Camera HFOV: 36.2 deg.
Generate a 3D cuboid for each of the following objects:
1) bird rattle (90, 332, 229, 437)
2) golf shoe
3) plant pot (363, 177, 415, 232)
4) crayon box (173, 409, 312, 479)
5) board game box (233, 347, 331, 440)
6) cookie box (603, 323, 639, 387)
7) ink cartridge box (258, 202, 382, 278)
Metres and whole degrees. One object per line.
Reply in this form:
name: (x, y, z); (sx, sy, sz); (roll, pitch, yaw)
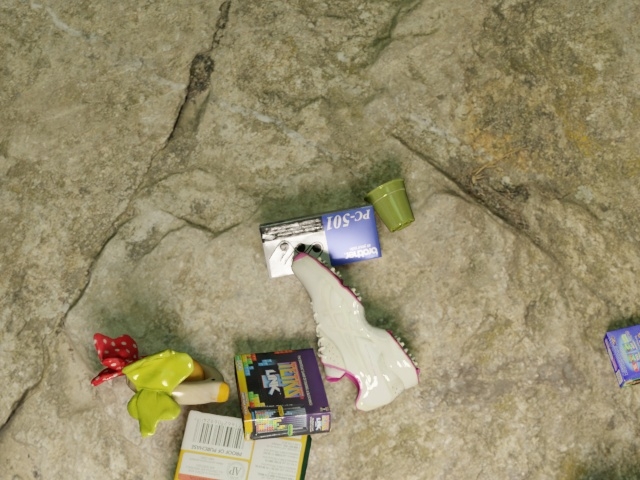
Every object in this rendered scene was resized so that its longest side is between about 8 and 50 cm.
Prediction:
bird rattle: (-0.268, 0.238, 1.638); (0.207, 0.253, 0.143); (7, 90, -29)
golf shoe: (0.032, 0.155, 1.669); (0.140, 0.115, 0.306); (-40, 73, -4)
plant pot: (0.133, -0.059, 1.789); (0.083, 0.083, 0.079); (-24, 78, -6)
crayon box: (-0.142, 0.451, 1.569); (0.203, 0.083, 0.323); (7, 65, 8)
board game box: (-0.066, 0.251, 1.616); (0.141, 0.048, 0.170); (-6, 32, -9)
cookie box: (0.546, 0.190, 1.651); (0.107, 0.040, 0.091); (-13, 65, 0)
ink cartridge box: (0.000, 0.000, 1.761); (0.207, 0.046, 0.097); (-11, 99, 0)
